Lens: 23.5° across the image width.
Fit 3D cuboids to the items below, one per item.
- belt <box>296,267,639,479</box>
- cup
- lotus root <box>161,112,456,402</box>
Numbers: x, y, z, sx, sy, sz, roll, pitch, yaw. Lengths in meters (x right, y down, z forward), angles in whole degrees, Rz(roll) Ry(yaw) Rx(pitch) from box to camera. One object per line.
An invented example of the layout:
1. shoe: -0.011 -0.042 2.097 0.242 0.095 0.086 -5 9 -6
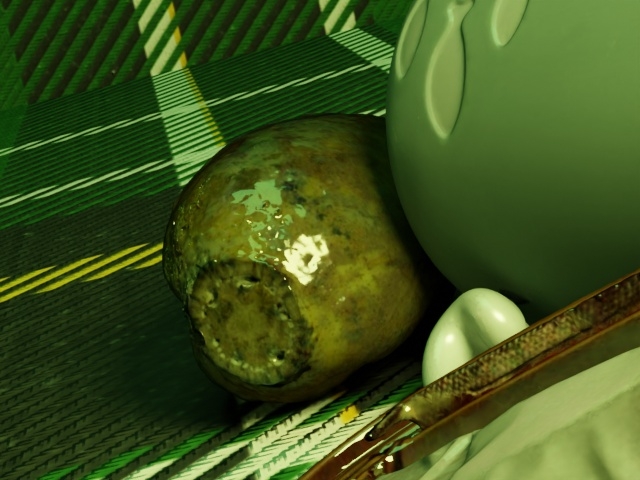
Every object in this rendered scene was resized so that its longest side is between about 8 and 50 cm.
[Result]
1. belt: 0.097 0.077 0.487 0.261 0.105 0.184 -30 3 28
2. cup: 0.170 -0.027 0.781 0.274 0.259 0.356 4 52 51
3. lotus root: 0.000 0.000 0.928 0.160 0.152 0.275 -4 16 16
